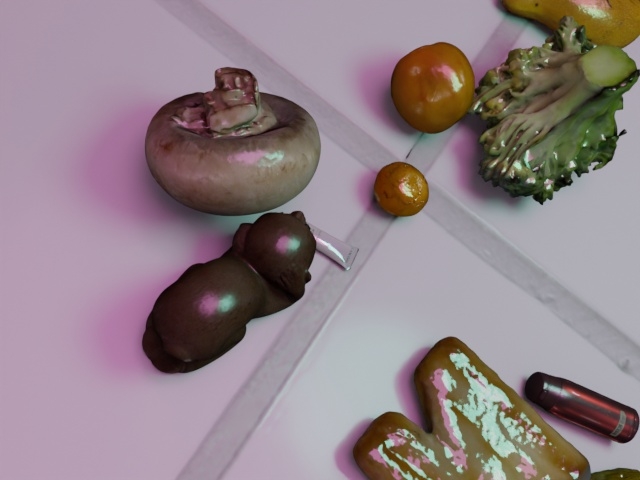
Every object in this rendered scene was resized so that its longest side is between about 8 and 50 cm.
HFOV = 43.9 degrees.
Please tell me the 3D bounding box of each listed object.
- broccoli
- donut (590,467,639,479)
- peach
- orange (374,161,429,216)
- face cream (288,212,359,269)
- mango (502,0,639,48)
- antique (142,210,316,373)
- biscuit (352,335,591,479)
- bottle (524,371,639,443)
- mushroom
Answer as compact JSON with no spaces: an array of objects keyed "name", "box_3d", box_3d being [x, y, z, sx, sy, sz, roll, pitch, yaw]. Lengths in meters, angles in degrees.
[{"name":"broccoli","box_3d":[0.356,-0.210,1.191,0.248,0.245,0.288,7,64,-8]},{"name":"donut","box_3d":[0.450,0.437,1.072,0.272,0.107,0.271,7,70,-20]},{"name":"peach","box_3d":[0.170,-0.228,1.194,0.138,0.138,0.138,7,69,-18]},{"name":"orange","box_3d":[0.116,-0.073,1.152,0.083,0.070,0.083,11,69,-30]},{"name":"face cream","box_3d":[0.000,0.000,1.111,0.115,0.020,0.038,31,63,-11]},{"name":"mango","box_3d":[0.444,-0.414,1.371,0.262,0.109,0.157,14,71,-13]},{"name":"antique","box_3d":[-0.103,0.054,0.989,0.257,0.143,0.121,-35,84,-29]},{"name":"biscuit","box_3d":[0.205,0.298,1.055,0.291,0.062,0.237,43,64,-1]},{"name":"bottle","box_3d":[0.374,0.237,1.143,0.164,0.060,0.060,24,65,-10]},{"name":"mushroom","box_3d":[-0.112,-0.130,1.013,0.227,0.226,0.178,-19,120,-25]}]
